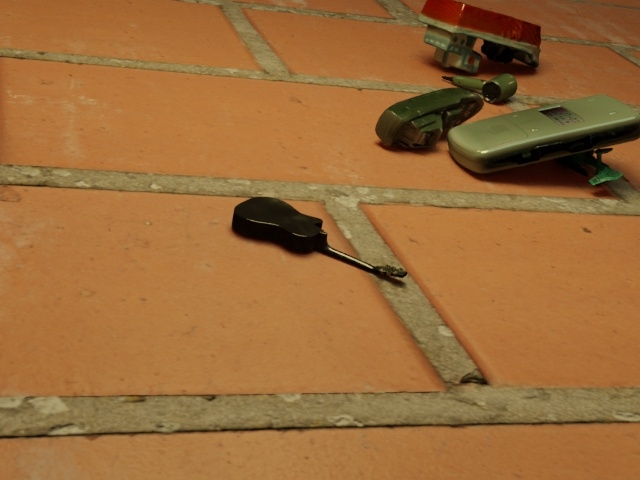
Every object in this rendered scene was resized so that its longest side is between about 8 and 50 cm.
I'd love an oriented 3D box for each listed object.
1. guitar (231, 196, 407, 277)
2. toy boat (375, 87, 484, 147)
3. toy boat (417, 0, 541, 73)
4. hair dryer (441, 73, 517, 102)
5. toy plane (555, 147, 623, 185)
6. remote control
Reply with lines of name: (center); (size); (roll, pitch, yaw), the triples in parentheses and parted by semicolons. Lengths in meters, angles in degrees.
guitar: (0.000, 0.000, 1.307); (0.233, 0.025, 0.088); (22, 26, 21)
toy boat: (0.193, -0.201, 1.753); (0.085, 0.078, 0.260); (45, 39, 21)
toy boat: (0.344, -0.405, 2.200); (0.332, 0.133, 0.145); (3, 19, -42)
hair dryer: (0.297, -0.303, 2.052); (0.150, 0.047, 0.071); (19, 27, 30)
toy plane: (0.418, -0.145, 1.750); (0.096, 0.060, 0.235); (-10, 28, -23)
remote control: (0.352, -0.168, 1.695); (0.296, 0.056, 0.140); (-14, 26, -11)
